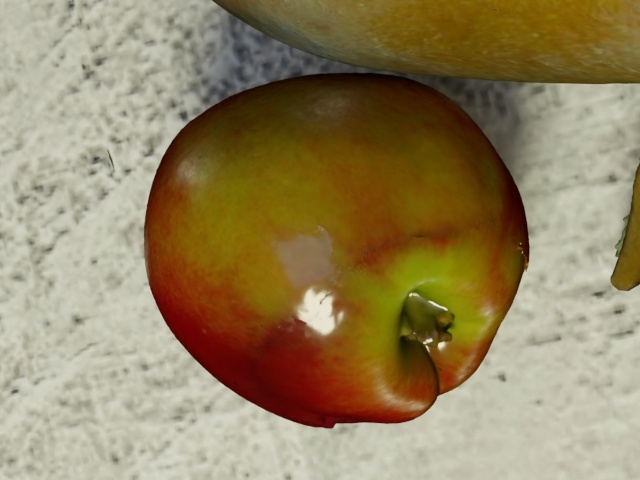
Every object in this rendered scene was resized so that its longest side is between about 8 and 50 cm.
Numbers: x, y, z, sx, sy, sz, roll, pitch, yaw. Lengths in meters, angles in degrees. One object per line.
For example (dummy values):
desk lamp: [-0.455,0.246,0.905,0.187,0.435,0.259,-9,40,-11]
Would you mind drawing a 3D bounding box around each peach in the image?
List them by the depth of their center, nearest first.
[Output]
peach: [0.000,0.000,0.852,0.197,0.197,0.197,2,96,19]

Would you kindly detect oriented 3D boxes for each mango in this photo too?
mango: [0.066,-0.167,0.758,0.384,0.221,0.199,24,90,45]

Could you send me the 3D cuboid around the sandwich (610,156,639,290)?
sandwich: [0.232,-0.076,0.802,0.258,0.094,0.096,-30,86,21]
